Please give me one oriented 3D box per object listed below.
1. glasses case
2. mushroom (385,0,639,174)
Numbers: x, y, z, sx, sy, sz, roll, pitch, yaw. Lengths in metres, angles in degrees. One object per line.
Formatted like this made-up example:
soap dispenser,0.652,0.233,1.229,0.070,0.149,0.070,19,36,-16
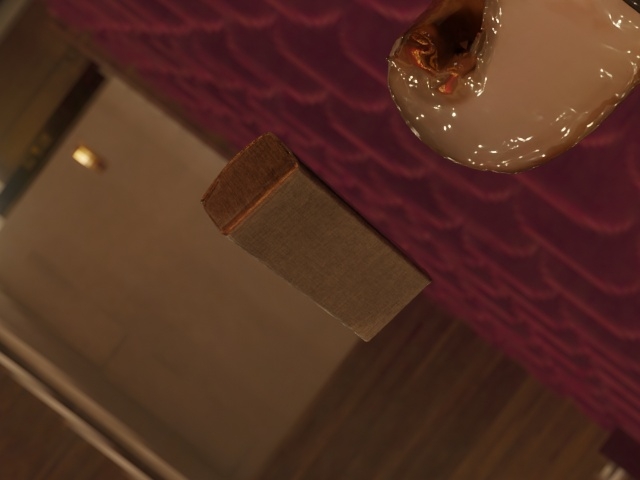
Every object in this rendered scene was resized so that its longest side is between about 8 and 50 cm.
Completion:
glasses case,0.000,0.000,1.225,0.047,0.071,0.205,50,-173,37
mushroom,0.267,-0.267,1.677,0.224,0.397,0.313,36,141,6
